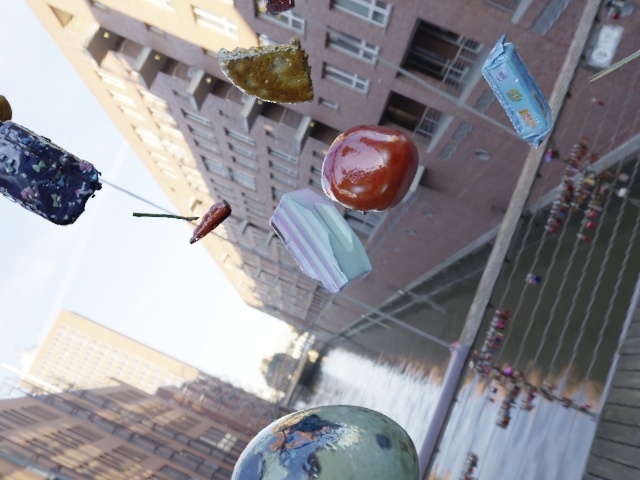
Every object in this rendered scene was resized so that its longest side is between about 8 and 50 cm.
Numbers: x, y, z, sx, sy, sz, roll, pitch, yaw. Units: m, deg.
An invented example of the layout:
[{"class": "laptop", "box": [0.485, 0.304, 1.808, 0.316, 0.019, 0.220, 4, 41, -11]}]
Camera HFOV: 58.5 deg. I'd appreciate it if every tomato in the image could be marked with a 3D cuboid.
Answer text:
[{"class": "tomato", "box": [0.168, -0.238, 1.907, 0.325, 0.292, 0.290, -17, -57, -54]}]

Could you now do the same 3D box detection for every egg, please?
[{"class": "egg", "box": [0.011, 0.527, 1.201, 0.345, 0.427, 0.345, 162, 90, -79]}]

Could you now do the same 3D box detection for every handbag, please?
[{"class": "handbag", "box": [-0.607, -0.146, 1.221, 0.162, 0.260, 0.113, -63, 15, -12]}]

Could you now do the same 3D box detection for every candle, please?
[{"class": "candle", "box": [-0.305, -0.048, 1.557, 0.162, 0.053, 0.048, -43, 11, 14]}]

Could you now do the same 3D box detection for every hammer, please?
[{"class": "hammer", "box": [0.729, -0.431, 1.384, 0.017, 0.062, 0.182, -18, -4, -32]}]

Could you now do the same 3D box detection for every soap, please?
[{"class": "soap", "box": [0.000, 0.000, 1.640, 0.109, 0.324, 0.193, -21, -24, -36]}, {"class": "soap", "box": [0.527, -0.390, 1.514, 0.077, 0.293, 0.156, -27, 16, 37]}]

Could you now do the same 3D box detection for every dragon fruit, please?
[{"class": "dragon fruit", "box": [-0.179, -0.907, 2.150, 0.096, 0.147, 0.102, -10, 80, 50]}]

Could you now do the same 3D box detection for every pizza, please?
[{"class": "pizza", "box": [-0.120, -0.476, 1.574, 0.226, 0.335, 0.086, -38, 54, 38]}]

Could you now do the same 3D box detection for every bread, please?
[{"class": "bread", "box": [-0.861, -0.291, 1.475, 0.189, 0.077, 0.114, -55, 4, 7]}]

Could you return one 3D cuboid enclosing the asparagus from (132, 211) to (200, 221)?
[{"class": "asparagus", "box": [-0.377, -0.058, 1.403, 0.016, 0.162, 0.016, -166, 80, -75]}]
